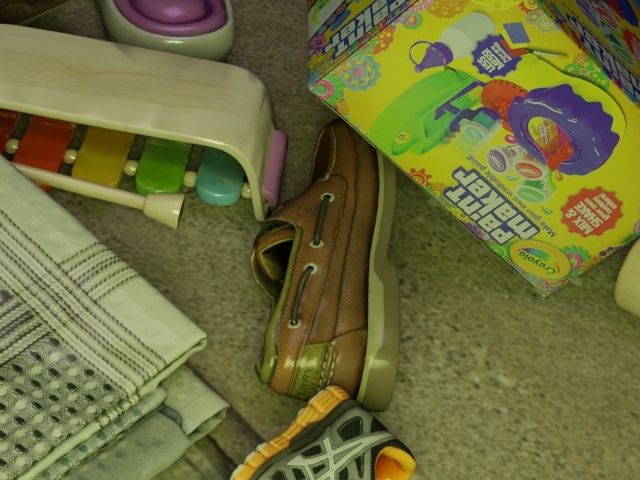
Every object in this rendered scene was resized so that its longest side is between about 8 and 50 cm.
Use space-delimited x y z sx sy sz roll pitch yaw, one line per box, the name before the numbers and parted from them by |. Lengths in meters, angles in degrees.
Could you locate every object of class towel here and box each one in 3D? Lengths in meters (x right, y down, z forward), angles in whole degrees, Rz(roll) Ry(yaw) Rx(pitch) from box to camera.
towel | -0.256 0.074 1.092 0.324 0.056 0.312 44 46 14

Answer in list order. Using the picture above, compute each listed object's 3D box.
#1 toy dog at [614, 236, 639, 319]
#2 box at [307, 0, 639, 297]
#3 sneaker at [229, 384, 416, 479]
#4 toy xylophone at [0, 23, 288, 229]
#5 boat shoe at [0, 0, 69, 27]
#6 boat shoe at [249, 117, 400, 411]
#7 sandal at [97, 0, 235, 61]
toy dog | 0.384 -0.016 1.339 0.220 0.161 0.334 20 38 11
box | 0.147 -0.161 1.346 0.290 0.177 0.279 40 28 -27
sneaker | -0.009 0.174 1.065 0.083 0.084 0.215 30 40 15
toy xylophone | -0.189 -0.087 1.351 0.322 0.081 0.236 15 39 5
boat shoe | -0.337 -0.203 1.466 0.257 0.095 0.095 -21 87 -43
boat shoe | 0.000 0.000 1.263 0.104 0.111 0.307 7 37 -7
sandal | -0.178 -0.316 1.631 0.169 0.102 0.416 -9 42 -24
